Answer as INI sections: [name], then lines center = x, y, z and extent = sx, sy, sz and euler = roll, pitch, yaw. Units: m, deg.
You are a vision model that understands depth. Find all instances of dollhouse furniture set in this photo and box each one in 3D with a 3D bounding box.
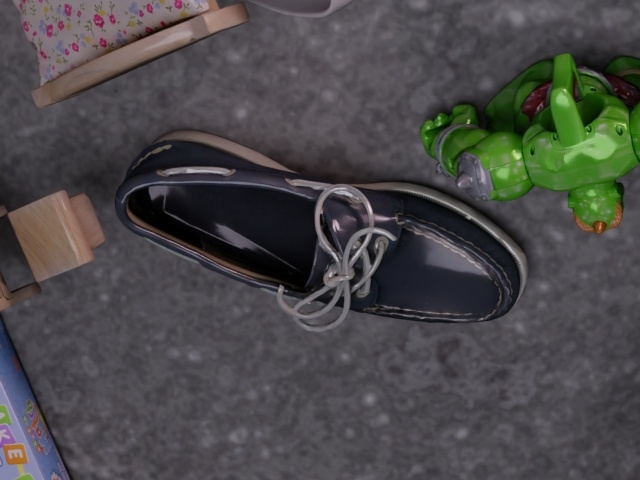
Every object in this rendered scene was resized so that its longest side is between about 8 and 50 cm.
[dollhouse furniture set]
center = -0.174, -0.112, 1.031
extent = 0.356, 0.174, 0.303
euler = -20, 95, 36

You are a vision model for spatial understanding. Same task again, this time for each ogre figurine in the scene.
[ogre figurine]
center = 0.147, -0.064, 1.071
extent = 0.197, 0.118, 0.096
euler = 6, 114, 11

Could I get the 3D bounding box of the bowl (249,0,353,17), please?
[bowl]
center = -0.014, -0.201, 1.053
extent = 0.053, 0.142, 0.142
euler = -21, 112, -22

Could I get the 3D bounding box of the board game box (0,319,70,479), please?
[board game box]
center = -0.288, 0.148, 1.306
extent = 0.212, 0.039, 0.160
euler = -15, 109, 17

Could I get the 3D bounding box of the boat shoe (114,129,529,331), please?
[boat shoe]
center = 0.000, 0.000, 1.153
extent = 0.255, 0.079, 0.095
euler = 22, 116, 3
